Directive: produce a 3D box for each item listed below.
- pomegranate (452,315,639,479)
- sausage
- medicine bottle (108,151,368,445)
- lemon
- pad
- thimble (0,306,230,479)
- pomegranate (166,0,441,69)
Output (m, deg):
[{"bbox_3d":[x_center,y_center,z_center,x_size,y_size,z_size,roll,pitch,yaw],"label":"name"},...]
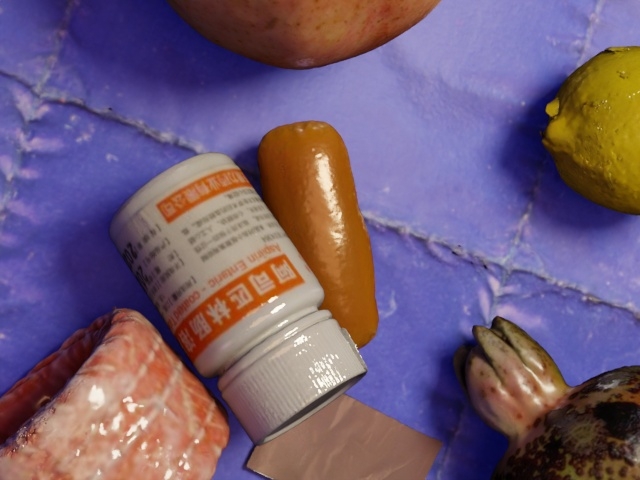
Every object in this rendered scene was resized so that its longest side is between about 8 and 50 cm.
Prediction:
[{"bbox_3d":[0.266,0.214,1.138,0.285,0.285,0.340,-40,79,-9],"label":"pomegranate"},{"bbox_3d":[0.000,0.000,1.133,0.098,0.098,0.238,-13,94,-13],"label":"sausage"},{"bbox_3d":[-0.075,0.053,1.055,0.145,0.144,0.252,-34,82,-10],"label":"medicine bottle"},{"bbox_3d":[0.321,-0.111,1.164,0.206,0.173,0.173,3,93,-14],"label":"lemon"},{"bbox_3d":[0.027,0.224,1.196,0.188,0.006,0.113,28,86,-15],"label":"pad"},{"bbox_3d":[-0.206,0.193,1.023,0.239,0.239,0.162,-44,105,-8],"label":"thimble"},{"bbox_3d":[-0.013,-0.316,0.993,0.338,0.338,0.338,-1,94,-14],"label":"pomegranate"}]
